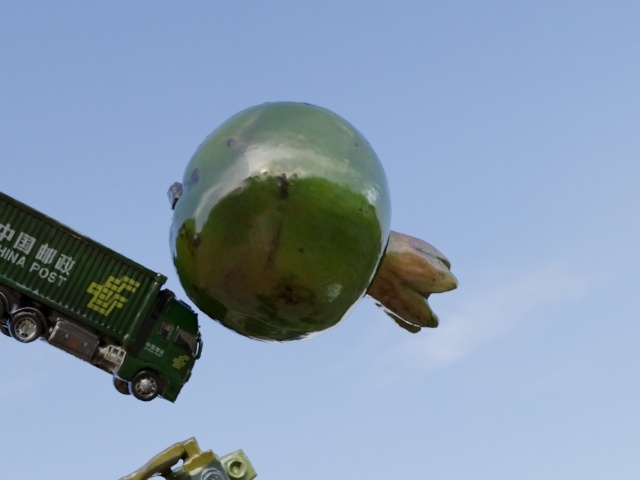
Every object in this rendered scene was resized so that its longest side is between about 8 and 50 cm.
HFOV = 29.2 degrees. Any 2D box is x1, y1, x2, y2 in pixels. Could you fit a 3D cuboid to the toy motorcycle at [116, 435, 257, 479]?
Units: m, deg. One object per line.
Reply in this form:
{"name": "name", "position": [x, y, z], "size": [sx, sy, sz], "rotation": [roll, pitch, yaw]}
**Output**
{"name": "toy motorcycle", "position": [-0.270, 0.425, 1.794], "size": [0.410, 0.169, 0.237], "rotation": [-30, -10, -18]}

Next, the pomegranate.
{"name": "pomegranate", "position": [0.000, 0.000, 1.181], "size": [0.302, 0.236, 0.236], "rotation": [23, -48, -17]}

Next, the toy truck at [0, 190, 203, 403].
{"name": "toy truck", "position": [-0.235, 0.059, 1.182], "size": [0.259, 0.121, 0.088], "rotation": [30, -10, -22]}
